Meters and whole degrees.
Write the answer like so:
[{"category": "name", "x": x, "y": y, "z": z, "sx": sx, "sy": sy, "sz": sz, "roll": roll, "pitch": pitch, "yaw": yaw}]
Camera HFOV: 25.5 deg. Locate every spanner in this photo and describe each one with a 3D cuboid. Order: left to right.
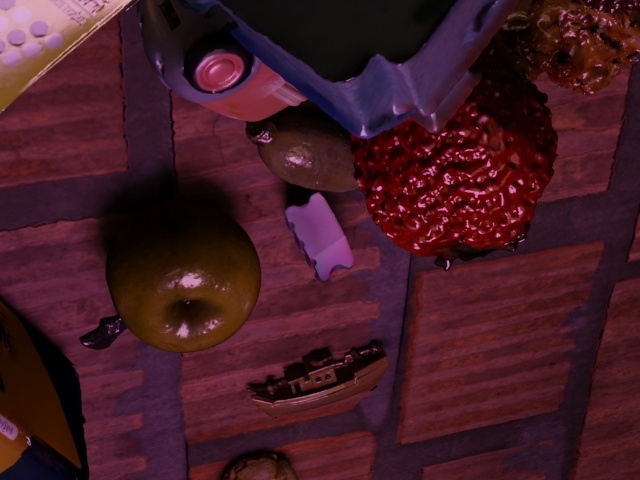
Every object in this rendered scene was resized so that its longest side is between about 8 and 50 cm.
[{"category": "spanner", "x": -0.222, "y": 0.095, "z": 1.875, "sx": 0.209, "sy": 0.012, "sz": 0.046, "roll": -24, "pitch": 137, "yaw": 0}]

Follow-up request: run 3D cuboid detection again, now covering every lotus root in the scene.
[{"category": "lotus root", "x": -0.012, "y": -0.107, "z": 1.721, "sx": 0.183, "sy": 0.077, "sz": 0.090, "roll": 16, "pitch": 124, "yaw": -36}]

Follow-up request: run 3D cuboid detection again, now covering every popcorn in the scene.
[{"category": "popcorn", "x": -0.087, "y": 0.382, "z": 2.142, "sx": 0.116, "sy": 0.106, "sz": 0.121, "roll": -46, "pitch": 133, "yaw": 9}]

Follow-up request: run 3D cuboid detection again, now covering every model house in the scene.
[{"category": "model house", "x": 0.065, "y": -0.246, "z": 1.259, "sx": 0.295, "sy": 0.252, "sz": 0.329, "roll": -54, "pitch": 161, "yaw": 0}]

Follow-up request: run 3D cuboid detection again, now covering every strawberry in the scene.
[{"category": "strawberry", "x": 0.136, "y": -0.113, "z": 1.626, "sx": 0.258, "sy": 0.261, "sz": 0.261, "roll": 23, "pitch": 120, "yaw": -32}]

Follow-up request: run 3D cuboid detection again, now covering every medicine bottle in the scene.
[{"category": "medicine bottle", "x": -0.297, "y": -0.258, "z": 1.415, "sx": 0.250, "sy": 0.141, "sz": 0.137, "roll": -38, "pitch": 131, "yaw": 14}]

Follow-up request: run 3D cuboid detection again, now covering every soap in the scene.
[{"category": "soap", "x": 0.000, "y": 0.000, "z": 1.800, "sx": 0.056, "sy": 0.100, "sz": 0.149, "roll": -27, "pitch": 173, "yaw": -3}]

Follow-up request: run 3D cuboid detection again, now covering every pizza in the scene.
[{"category": "pizza", "x": 0.278, "y": -0.234, "z": 1.719, "sx": 0.306, "sy": 0.085, "sz": 0.161, "roll": -6, "pitch": 135, "yaw": -16}]

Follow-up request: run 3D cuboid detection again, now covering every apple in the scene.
[{"category": "apple", "x": -0.169, "y": 0.039, "z": 1.738, "sx": 0.196, "sy": 0.157, "sz": 0.196, "roll": -11, "pitch": 135, "yaw": -12}]

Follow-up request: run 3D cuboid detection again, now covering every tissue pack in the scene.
[{"category": "tissue pack", "x": -0.483, "y": 0.185, "z": 1.672, "sx": 0.253, "sy": 0.264, "sz": 0.416, "roll": -30, "pitch": 136, "yaw": 10}]

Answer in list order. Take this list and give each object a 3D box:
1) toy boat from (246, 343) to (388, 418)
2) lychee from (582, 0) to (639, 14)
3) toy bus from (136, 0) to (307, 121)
[{"category": "toy boat", "x": -0.003, "y": 0.198, "z": 2.033, "sx": 0.206, "sy": 0.064, "sz": 0.072, "roll": -17, "pitch": 122, "yaw": -7}, {"category": "lychee", "x": 0.339, "y": -0.342, "z": 1.568, "sx": 0.188, "sy": 0.188, "sz": 0.188, "roll": -12, "pitch": 135, "yaw": -12}, {"category": "toy bus", "x": -0.043, "y": -0.251, "z": 1.498, "sx": 0.288, "sy": 0.194, "sz": 0.232, "roll": -38, "pitch": 143, "yaw": 14}]
